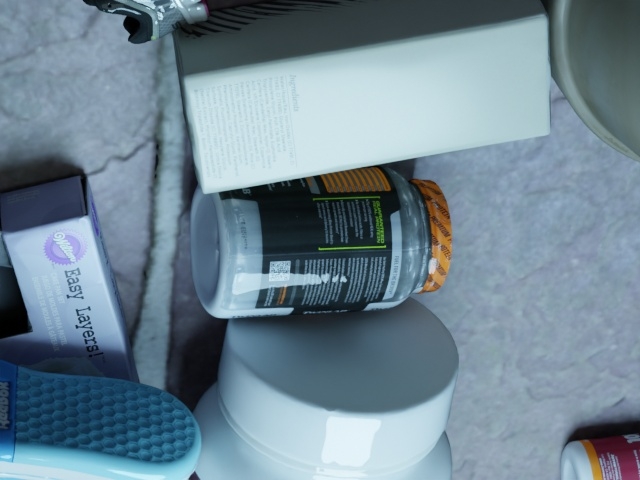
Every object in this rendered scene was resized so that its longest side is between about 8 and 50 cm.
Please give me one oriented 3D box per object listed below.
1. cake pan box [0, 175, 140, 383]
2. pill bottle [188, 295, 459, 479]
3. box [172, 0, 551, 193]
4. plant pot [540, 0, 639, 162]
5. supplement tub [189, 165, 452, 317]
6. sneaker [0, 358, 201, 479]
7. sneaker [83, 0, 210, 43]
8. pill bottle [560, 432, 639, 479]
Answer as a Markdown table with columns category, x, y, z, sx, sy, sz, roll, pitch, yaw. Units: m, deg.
| category | x | y | z | sx | sy | sz | roll | pitch | yaw |
| --- | --- | --- | --- | --- | --- | --- | --- | --- | --- |
| cake pan box | -0.280 | 0.083 | 1.547 | 0.245 | 0.070 | 0.267 | -12 | 126 | -5 |
| pill bottle | -0.013 | 0.237 | 1.611 | 0.224 | 0.224 | 0.392 | 3 | 125 | -13 |
| box | 0.031 | -0.124 | 1.444 | 0.275 | 0.094 | 0.113 | -9 | 126 | -5 |
| plant pot | 0.339 | -0.137 | 1.384 | 0.323 | 0.280 | 0.323 | -5 | 125 | -7 |
| supplement tub | 0.000 | 0.000 | 1.504 | 0.190 | 0.117 | 0.117 | -2 | 125 | -18 |
| sneaker | -0.271 | 0.195 | 1.514 | 0.319 | 0.127 | 0.208 | 14 | 130 | -9 |
| sneaker | -0.150 | -0.204 | 1.370 | 0.074 | 0.063 | 0.170 | -34 | 129 | 6 |
| pill bottle | 0.302 | 0.218 | 1.744 | 0.152 | 0.086 | 0.086 | -5 | 125 | -8 |
